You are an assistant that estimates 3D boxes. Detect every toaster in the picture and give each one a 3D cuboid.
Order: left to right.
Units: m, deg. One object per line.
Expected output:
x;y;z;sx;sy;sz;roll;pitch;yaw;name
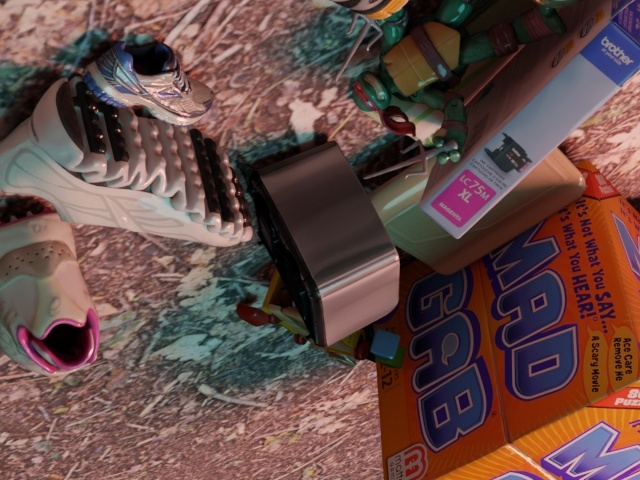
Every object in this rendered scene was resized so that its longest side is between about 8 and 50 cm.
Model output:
0.000;0.000;1.336;0.110;0.168;0.186;-25;156;-8;toaster

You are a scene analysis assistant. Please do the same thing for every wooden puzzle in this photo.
0.179;-0.056;1.457;0.221;0.044;0.238;-33;149;16;wooden puzzle

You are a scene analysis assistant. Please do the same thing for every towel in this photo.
0.207;-0.175;1.349;0.248;0.038;0.324;-37;152;20;towel

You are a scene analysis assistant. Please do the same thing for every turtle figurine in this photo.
0.101;-0.174;1.159;0.234;0.175;0.118;-36;-163;14;turtle figurine

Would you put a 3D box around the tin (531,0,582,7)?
0.212;-0.287;1.041;0.106;0.040;0.190;1;118;-23;tin

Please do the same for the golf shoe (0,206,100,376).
-0.281;0.093;1.279;0.115;0.140;0.306;-22;156;-13;golf shoe

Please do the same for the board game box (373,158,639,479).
0.317;0.196;1.602;0.356;0.357;0.356;-32;127;26;board game box

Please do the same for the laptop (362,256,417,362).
0.284;0.043;1.857;0.382;0.236;0.408;-45;177;35;laptop

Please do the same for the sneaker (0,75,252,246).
-0.175;-0.055;1.153;0.118;0.110;0.292;-30;148;25;sneaker

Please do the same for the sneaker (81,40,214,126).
-0.136;-0.139;1.076;0.135;0.052;0.058;6;136;-50;sneaker

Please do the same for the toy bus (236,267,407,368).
0.011;0.081;1.566;0.190;0.104;0.202;24;166;-21;toy bus

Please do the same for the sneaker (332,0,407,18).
0.066;-0.259;1.004;0.083;0.084;0.215;1;145;-36;sneaker

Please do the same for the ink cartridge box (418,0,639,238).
0.223;-0.154;1.180;0.311;0.065;0.186;-48;-170;33;ink cartridge box
